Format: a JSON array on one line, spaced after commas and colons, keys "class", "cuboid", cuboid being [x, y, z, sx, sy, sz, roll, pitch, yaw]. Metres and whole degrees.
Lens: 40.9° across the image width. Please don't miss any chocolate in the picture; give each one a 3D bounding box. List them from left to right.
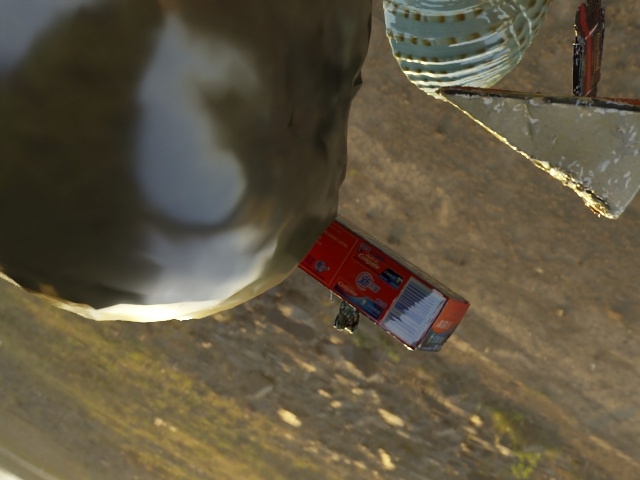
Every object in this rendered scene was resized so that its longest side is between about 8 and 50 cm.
[{"class": "chocolate", "cuboid": [0.389, -0.269, 1.257, 0.028, 0.086, 0.182, 22, 144, 32]}]

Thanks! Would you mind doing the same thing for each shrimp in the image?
[{"class": "shrimp", "cuboid": [0.042, 0.064, 1.344, 0.082, 0.076, 0.174, 9, 134, 5]}]

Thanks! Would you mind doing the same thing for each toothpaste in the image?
[{"class": "toothpaste", "cuboid": [0.001, 0.000, 0.885, 0.320, 0.066, 0.076, 36, -172, 25]}]

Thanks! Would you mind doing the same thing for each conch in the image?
[{"class": "conch", "cuboid": [0.273, -0.394, 1.465, 0.215, 0.303, 0.319, 15, 140, 56]}]

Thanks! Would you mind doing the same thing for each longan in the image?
[{"class": "longan", "cuboid": [-0.164, -0.153, 0.708, 0.404, 0.436, 0.404, 13, -164, -4]}]

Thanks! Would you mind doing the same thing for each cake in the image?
[{"class": "cake", "cuboid": [0.233, -0.124, 0.830, 0.220, 0.117, 0.086, 38, -166, 1]}]
